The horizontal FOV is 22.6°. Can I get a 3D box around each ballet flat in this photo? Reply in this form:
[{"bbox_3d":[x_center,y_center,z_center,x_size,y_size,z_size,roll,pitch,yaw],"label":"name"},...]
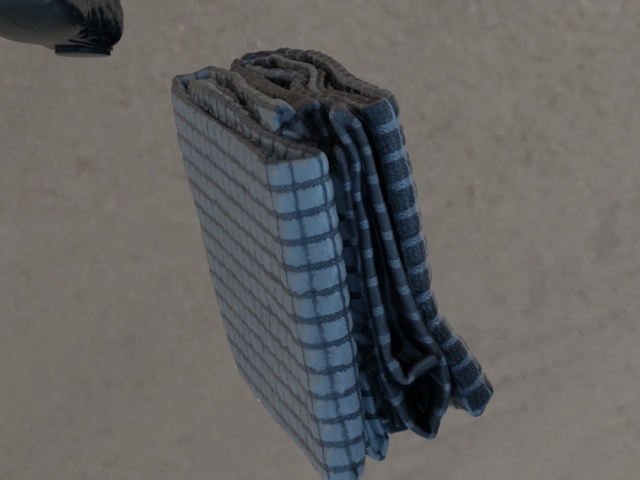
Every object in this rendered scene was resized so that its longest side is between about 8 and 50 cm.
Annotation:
[{"bbox_3d":[-0.153,-0.136,0.907,0.057,0.049,0.173,-1,179,6],"label":"ballet flat"}]

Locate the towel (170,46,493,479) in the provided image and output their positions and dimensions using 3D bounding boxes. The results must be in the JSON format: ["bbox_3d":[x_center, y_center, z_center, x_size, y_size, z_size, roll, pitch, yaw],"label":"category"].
[{"bbox_3d":[0.000,0.000,1.077,0.121,0.284,0.235,-16,108,-14],"label":"towel"}]
